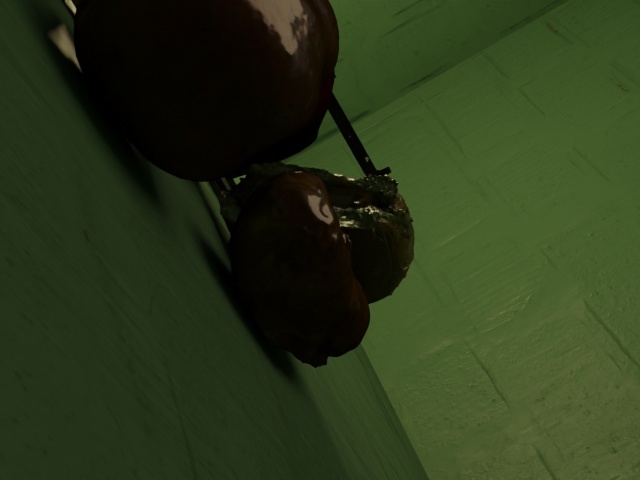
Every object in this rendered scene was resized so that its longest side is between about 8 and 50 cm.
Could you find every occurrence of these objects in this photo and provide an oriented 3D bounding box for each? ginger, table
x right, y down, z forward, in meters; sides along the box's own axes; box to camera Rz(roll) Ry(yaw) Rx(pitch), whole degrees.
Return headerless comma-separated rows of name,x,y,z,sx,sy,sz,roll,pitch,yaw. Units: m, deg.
ginger,-0.028,0.060,1.268,0.165,0.172,0.321,17,-33,27
table,-0.073,-0.183,1.745,0.335,0.272,0.222,60,2,3

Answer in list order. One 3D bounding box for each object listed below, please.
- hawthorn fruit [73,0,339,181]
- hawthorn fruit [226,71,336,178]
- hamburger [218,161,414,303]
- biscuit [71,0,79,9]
hawthorn fruit,-0.133,-0.224,1.046,0.301,0.267,0.268,48,8,-30
hawthorn fruit,-0.119,-0.245,1.496,0.316,0.316,0.316,60,2,-3
hamburger,0.000,0.000,1.441,0.132,0.308,0.211,-62,145,-33
biscuit,-0.266,-0.253,1.292,0.158,0.035,0.240,63,3,18
